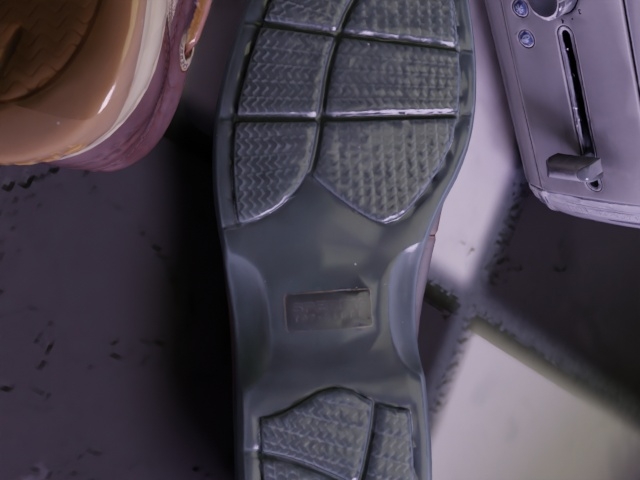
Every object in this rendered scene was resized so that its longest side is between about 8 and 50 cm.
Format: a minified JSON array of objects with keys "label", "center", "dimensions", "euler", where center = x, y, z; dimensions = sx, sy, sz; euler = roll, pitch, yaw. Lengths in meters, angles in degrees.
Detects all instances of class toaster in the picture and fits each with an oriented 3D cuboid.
[{"label":"toaster","center":[0.173,-0.097,0.702],"dimensions":[0.227,0.129,0.146],"euler":[-27,117,-38]}]

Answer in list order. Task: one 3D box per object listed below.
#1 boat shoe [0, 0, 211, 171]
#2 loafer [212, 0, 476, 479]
[{"label":"boat shoe","center":[-0.063,-0.189,0.505],"dimensions":[0.123,0.123,0.342],"euler":[12,81,-71]},{"label":"loafer","center":[0.000,0.000,0.607],"dimensions":[0.096,0.084,0.267],"euler":[5,89,-11]}]
